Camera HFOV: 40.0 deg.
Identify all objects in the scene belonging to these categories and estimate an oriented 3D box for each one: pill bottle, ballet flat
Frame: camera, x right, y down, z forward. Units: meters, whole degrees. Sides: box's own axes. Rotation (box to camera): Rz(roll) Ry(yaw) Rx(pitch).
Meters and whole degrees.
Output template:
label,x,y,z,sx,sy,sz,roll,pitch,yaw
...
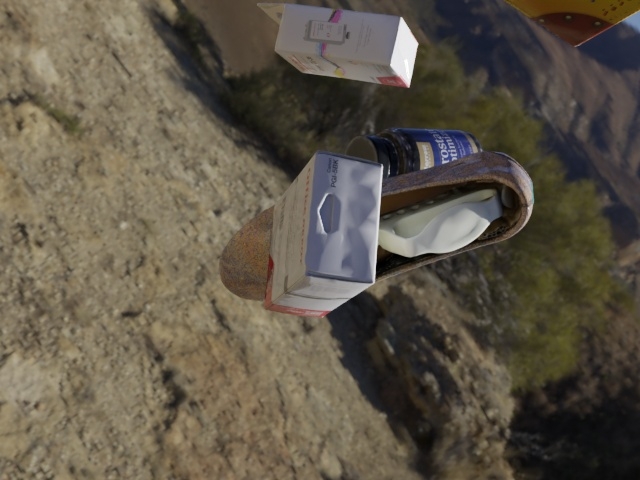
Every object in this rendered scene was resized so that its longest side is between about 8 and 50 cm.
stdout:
label,x,y,z,sx,sy,sz,roll,pitch,yaw
pill bottle,0.152,-0.124,1.445,0.219,0.123,0.123,-3,55,-34
ballet flat,0.051,-0.006,0.827,0.106,0.315,0.108,-102,170,-67

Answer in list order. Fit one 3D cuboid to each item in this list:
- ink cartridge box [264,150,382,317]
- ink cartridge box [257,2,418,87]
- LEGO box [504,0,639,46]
label,x,y,z,sx,sy,sz,roll,pitch,yaw
ink cartridge box,0.000,0.000,0.703,0.135,0.056,0.099,138,-41,-68
ink cartridge box,0.018,-0.258,1.159,0.115,0.198,0.067,16,86,-72
LEGO box,0.327,-0.430,0.649,0.193,0.500,0.373,27,67,-21
